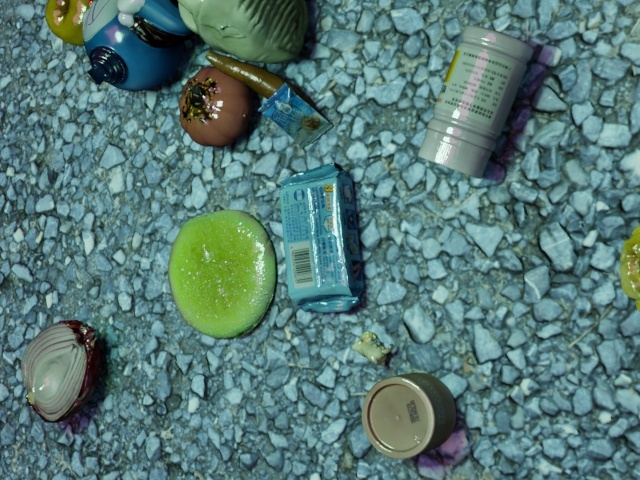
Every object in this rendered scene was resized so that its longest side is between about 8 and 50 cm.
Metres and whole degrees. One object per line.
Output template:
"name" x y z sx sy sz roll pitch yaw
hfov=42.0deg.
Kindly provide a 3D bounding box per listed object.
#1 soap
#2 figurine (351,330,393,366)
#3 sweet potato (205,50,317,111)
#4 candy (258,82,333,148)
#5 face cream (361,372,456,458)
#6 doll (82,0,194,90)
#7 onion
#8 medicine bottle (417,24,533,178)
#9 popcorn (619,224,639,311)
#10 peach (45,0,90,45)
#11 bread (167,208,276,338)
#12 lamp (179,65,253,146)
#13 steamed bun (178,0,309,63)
"soap" 0.000 0.000 1.682 0.156 0.077 0.293 -8 83 30
"figurine" 0.103 0.208 1.629 0.083 0.047 0.050 29 87 37
"sweet potato" -0.121 -0.331 1.740 0.265 0.057 0.057 30 104 -1
"candy" -0.051 -0.253 1.722 0.136 0.038 0.088 40 116 -19
"face cream" 0.164 0.322 1.542 0.149 0.104 0.149 -2 86 32
"doll" -0.398 -0.469 1.853 0.310 0.284 0.240 -25 117 41
"onion" -0.590 0.297 2.000 0.283 0.120 0.227 -44 64 25
"medicine bottle" 0.277 -0.246 1.497 0.133 0.133 0.249 25 101 31
"popcorn" 0.545 0.044 1.313 0.149 0.152 0.167 -15 76 2
"peach" -0.607 -0.575 2.081 0.179 0.103 0.179 1 92 32
"bread" -0.226 0.075 1.837 0.302 0.045 0.301 -2 87 32
"lamp" -0.233 -0.292 1.810 0.182 0.140 0.181 -4 84 35
"steamed bun" -0.183 -0.509 1.692 0.220 0.324 0.309 -11 73 35
